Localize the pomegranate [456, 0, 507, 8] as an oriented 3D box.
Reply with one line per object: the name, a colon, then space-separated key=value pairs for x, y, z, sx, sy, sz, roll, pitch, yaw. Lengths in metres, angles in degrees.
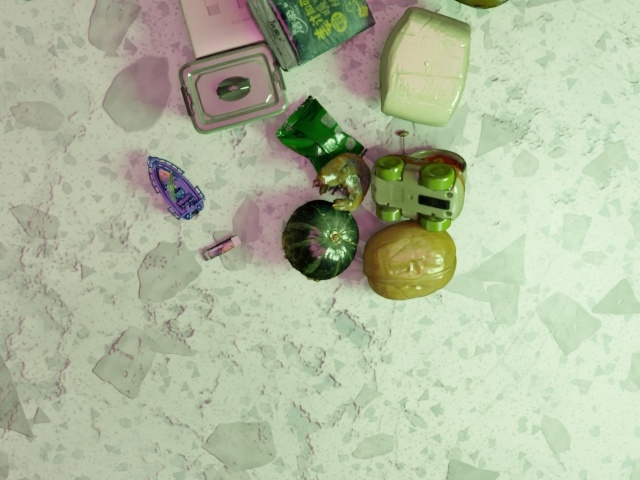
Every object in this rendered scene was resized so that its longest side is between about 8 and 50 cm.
pomegranate: x=0.387 y=-0.670 z=1.677 sx=0.323 sy=0.291 sz=0.290 roll=-23 pitch=103 yaw=-45

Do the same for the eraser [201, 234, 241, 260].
eraser: x=-0.238 y=0.019 z=1.804 sx=0.099 sy=0.019 sz=0.027 roll=-28 pitch=99 yaw=-3

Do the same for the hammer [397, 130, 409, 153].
hammer: x=0.204 y=-0.204 z=1.823 sx=0.029 sy=0.014 sz=0.122 roll=-3 pitch=100 yaw=6

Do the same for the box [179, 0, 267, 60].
box: x=-0.216 y=-0.549 z=1.689 sx=0.203 sy=0.106 sz=0.251 roll=-15 pitch=100 yaw=-5

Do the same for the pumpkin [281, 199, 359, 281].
pumpkin: x=0.001 y=-0.001 z=1.760 sx=0.190 sy=0.146 sz=0.190 roll=13 pitch=63 yaw=-26

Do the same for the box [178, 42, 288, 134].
box: x=-0.197 y=-0.341 z=1.704 sx=0.227 sy=0.130 sz=0.162 roll=-17 pitch=99 yaw=-5

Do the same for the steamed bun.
steamed bun: x=0.234 y=-0.398 z=1.729 sx=0.200 sy=0.155 sz=0.250 roll=12 pitch=103 yaw=-4

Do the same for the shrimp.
shrimp: x=0.056 y=-0.131 z=1.730 sx=0.187 sy=0.052 sz=0.132 roll=-26 pitch=95 yaw=-39

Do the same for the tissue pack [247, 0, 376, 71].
tissue pack: x=-0.014 y=-0.511 z=1.666 sx=0.257 sy=0.081 sz=0.185 roll=-36 pitch=105 yaw=-31

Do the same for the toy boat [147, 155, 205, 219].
toy boat: x=-0.340 y=-0.125 z=1.728 sx=0.091 sy=0.110 sz=0.175 roll=-38 pitch=98 yaw=0

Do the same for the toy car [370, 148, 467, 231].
toy car: x=0.241 y=-0.144 z=1.748 sx=0.235 sy=0.235 sz=0.145 roll=-7 pitch=125 yaw=-5

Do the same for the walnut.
walnut: x=0.210 y=0.046 z=1.778 sx=0.226 sy=0.193 sz=0.193 roll=-19 pitch=99 yaw=4

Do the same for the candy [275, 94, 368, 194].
candy: x=0.004 y=-0.225 z=1.769 sx=0.203 sy=0.078 sz=0.141 roll=42 pitch=92 yaw=-15
